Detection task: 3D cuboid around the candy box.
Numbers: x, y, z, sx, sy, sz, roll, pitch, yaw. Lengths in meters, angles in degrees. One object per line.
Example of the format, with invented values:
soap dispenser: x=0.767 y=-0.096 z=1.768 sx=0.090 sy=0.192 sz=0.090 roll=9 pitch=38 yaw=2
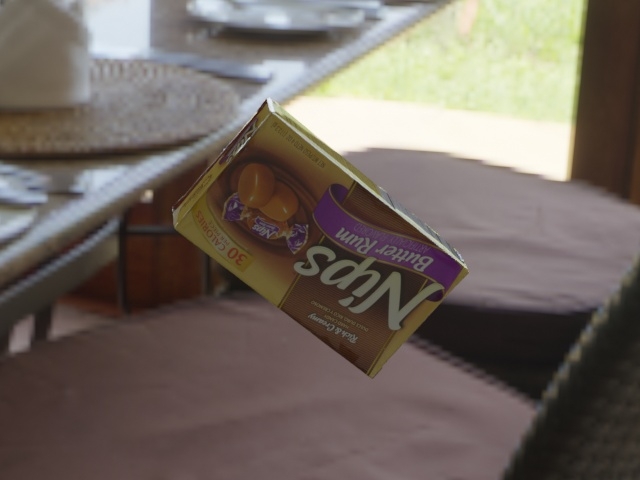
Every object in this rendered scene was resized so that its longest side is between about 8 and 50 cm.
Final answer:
candy box: x=0.000 y=0.000 z=1.133 sx=0.187 sy=0.109 sz=0.053 roll=39 pitch=10 yaw=-16
